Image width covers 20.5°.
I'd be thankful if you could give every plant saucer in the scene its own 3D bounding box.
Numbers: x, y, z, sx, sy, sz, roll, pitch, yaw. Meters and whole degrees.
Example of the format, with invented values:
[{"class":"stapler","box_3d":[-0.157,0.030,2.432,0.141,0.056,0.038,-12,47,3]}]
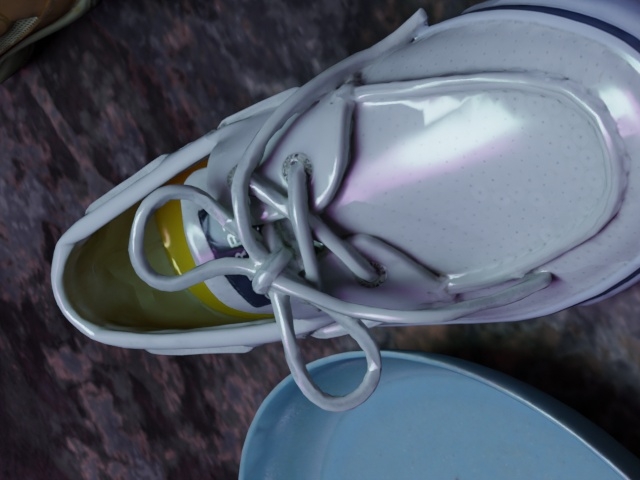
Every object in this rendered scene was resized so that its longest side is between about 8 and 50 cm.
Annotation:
[{"class":"plant saucer","box_3d":[0.089,0.184,0.816,0.318,0.044,0.317,26,131,34]}]

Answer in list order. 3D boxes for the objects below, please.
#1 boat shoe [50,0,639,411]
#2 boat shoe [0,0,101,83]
[{"class":"boat shoe","box_3d":[-0.004,-0.008,0.727,0.367,0.156,0.135,-9,105,50]},{"class":"boat shoe","box_3d":[-0.189,-0.128,0.843,0.122,0.120,0.324,60,156,4]}]
